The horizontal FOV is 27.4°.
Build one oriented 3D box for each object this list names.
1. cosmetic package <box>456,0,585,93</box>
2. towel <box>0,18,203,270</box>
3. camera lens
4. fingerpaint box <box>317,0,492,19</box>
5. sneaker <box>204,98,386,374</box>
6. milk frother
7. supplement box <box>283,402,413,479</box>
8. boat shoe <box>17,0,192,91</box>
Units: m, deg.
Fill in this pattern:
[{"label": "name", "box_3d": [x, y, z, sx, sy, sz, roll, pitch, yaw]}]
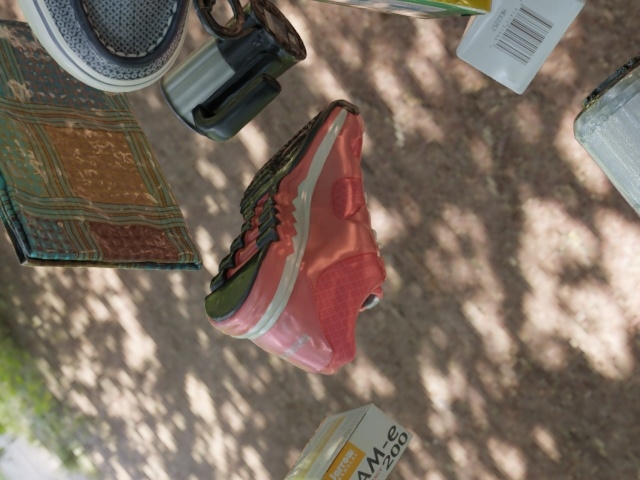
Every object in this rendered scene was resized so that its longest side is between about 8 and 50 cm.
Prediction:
[{"label": "cosmetic package", "box_3d": [0.214, -0.252, 1.345, 0.085, 0.231, 0.117, 31, 119, -4]}, {"label": "towel", "box_3d": [-0.303, -0.122, 1.556, 0.040, 0.271, 0.370, -45, 61, 31]}, {"label": "camera lens", "box_3d": [0.529, -0.142, 1.947, 0.274, 0.219, 0.219, 52, 157, 8]}, {"label": "fingerpaint box", "box_3d": [-0.067, -0.396, 1.049, 0.163, 0.445, 0.371, -158, 74, -71]}, {"label": "sneaker", "box_3d": [0.000, 0.001, 1.165, 0.136, 0.314, 0.116, 38, 129, -16]}, {"label": "milk frother", "box_3d": [-0.110, -0.187, 1.316, 0.143, 0.135, 0.129, 44, -158, -21]}, {"label": "supplement box", "box_3d": [0.015, 0.145, 0.852, 0.036, 0.062, 0.098, 38, 160, -6]}, {"label": "boat shoe", "box_3d": [-0.106, -0.243, 0.726, 0.158, 0.127, 0.340, 25, 124, 56]}]
